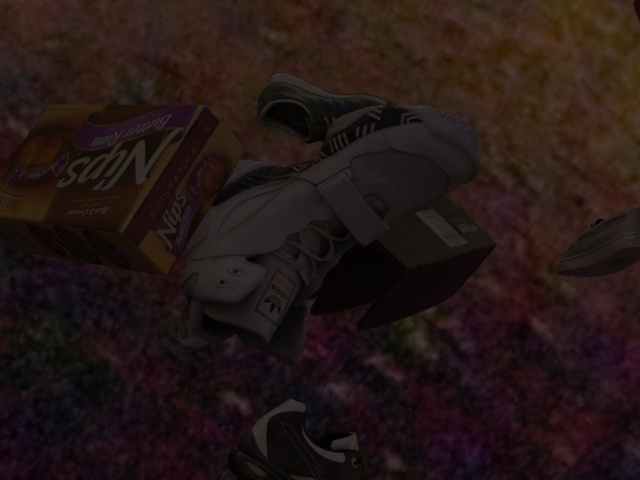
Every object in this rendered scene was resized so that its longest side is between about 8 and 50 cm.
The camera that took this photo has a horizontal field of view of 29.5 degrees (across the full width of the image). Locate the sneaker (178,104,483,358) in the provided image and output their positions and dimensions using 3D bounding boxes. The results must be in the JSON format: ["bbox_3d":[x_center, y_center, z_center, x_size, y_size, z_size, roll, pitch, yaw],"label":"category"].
[{"bbox_3d":[0.000,0.000,1.264,0.137,0.366,0.210,46,40,-40],"label":"sneaker"}]

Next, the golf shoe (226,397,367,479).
[{"bbox_3d":[0.019,0.213,1.015,0.198,0.094,0.077,43,-10,-19],"label":"golf shoe"}]

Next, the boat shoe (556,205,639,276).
[{"bbox_3d":[0.352,0.003,1.524,0.066,0.184,0.063,5,74,-12],"label":"boat shoe"}]

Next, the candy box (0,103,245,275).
[{"bbox_3d":[-0.152,-0.040,0.855,0.186,0.109,0.053,6,-32,45],"label":"candy box"}]

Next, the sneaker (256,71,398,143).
[{"bbox_3d":[0.010,-0.145,1.511,0.192,0.064,0.086,18,44,8],"label":"sneaker"}]

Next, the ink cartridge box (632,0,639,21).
[{"bbox_3d":[0.554,-0.170,1.342,0.279,0.160,0.385,-11,67,-12],"label":"ink cartridge box"}]

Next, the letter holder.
[{"bbox_3d":[0.086,0.050,1.787,0.152,0.214,0.302,45,27,19],"label":"letter holder"}]
